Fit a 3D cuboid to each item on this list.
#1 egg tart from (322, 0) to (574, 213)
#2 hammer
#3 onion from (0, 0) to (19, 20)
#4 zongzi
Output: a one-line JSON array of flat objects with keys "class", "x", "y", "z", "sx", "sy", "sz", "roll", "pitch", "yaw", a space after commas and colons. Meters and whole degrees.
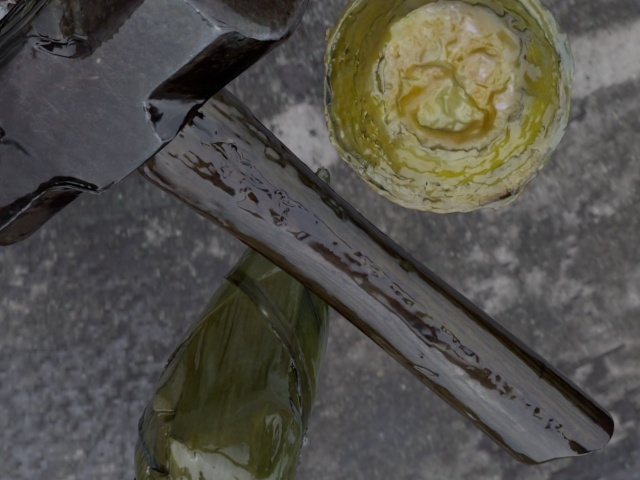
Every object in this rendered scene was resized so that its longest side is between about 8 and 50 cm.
[{"class": "egg tart", "x": 0.150, "y": -0.180, "z": 1.451, "sx": 0.315, "sy": 0.120, "sz": 0.315, "roll": 0, "pitch": 93, "yaw": 1}, {"class": "hammer", "x": 0.000, "y": 0.000, "z": 0.678, "sx": 0.409, "sy": 0.095, "sz": 0.242, "roll": 37, "pitch": 136, "yaw": -22}, {"class": "onion", "x": -0.292, "y": -0.210, "z": 1.148, "sx": 0.273, "sy": 0.285, "sz": 0.273, "roll": -3, "pitch": 105, "yaw": -13}, {"class": "zongzi", "x": -0.048, "y": 0.083, "z": 0.966, "sx": 0.125, "sy": 0.251, "sz": 0.274, "roll": 23, "pitch": 100, "yaw": -4}]
